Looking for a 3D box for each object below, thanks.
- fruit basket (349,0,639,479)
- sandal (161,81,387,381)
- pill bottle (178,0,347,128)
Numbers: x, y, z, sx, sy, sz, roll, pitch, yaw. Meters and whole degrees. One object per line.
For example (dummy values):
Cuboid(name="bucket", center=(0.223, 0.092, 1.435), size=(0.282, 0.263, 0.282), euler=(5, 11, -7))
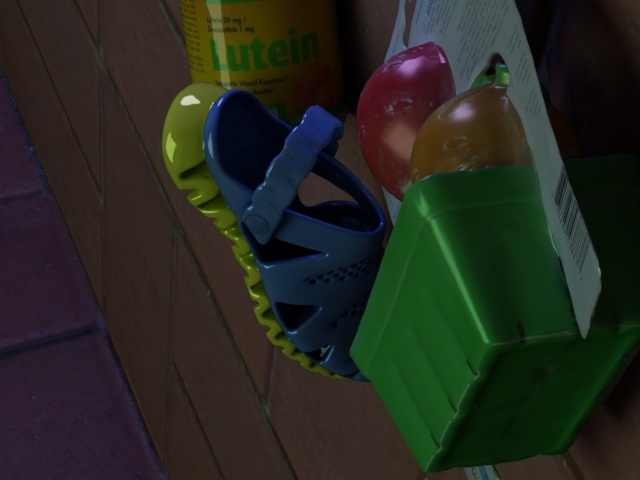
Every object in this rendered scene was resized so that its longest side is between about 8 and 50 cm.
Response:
Cuboid(name="fruit basket", center=(0.108, -0.041, 1.051), size=(0.327, 0.165, 0.353), euler=(105, 161, -55))
Cuboid(name="sandal", center=(0.000, 0.000, 1.285), size=(0.138, 0.126, 0.317), euler=(-6, 132, 40))
Cuboid(name="pill bottle", center=(-0.055, -0.213, 1.346), size=(0.136, 0.136, 0.246), euler=(-142, 41, -61))
